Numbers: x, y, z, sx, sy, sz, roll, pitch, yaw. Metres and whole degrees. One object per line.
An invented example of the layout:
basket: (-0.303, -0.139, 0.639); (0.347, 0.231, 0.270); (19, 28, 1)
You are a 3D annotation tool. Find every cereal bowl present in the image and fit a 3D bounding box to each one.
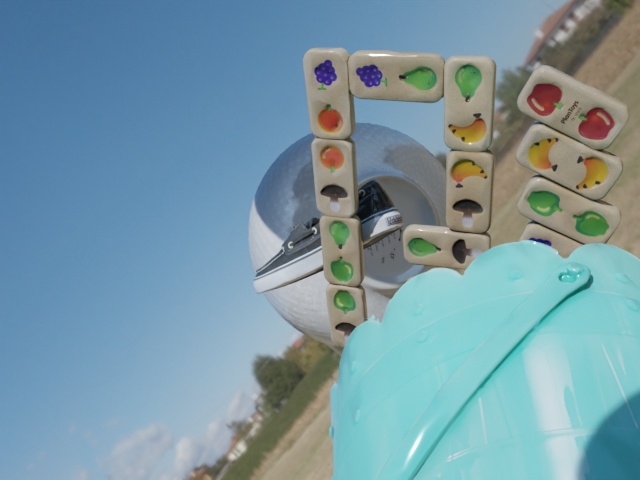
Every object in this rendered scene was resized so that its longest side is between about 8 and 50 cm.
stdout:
cereal bowl: (0.072, -0.009, 1.071); (0.339, 0.339, 0.141); (-49, 14, -14)

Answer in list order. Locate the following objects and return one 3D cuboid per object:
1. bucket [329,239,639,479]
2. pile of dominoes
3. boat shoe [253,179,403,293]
bucket: (0.131, 0.161, 0.423); (0.281, 0.281, 0.183); (-54, 14, 27)
pile of dominoes: (0.086, 0.007, 0.473); (0.040, 0.196, 0.251); (-56, -33, -51)
boat shoe: (0.000, 0.000, 0.565); (0.142, 0.040, 0.049); (-29, -9, 32)
